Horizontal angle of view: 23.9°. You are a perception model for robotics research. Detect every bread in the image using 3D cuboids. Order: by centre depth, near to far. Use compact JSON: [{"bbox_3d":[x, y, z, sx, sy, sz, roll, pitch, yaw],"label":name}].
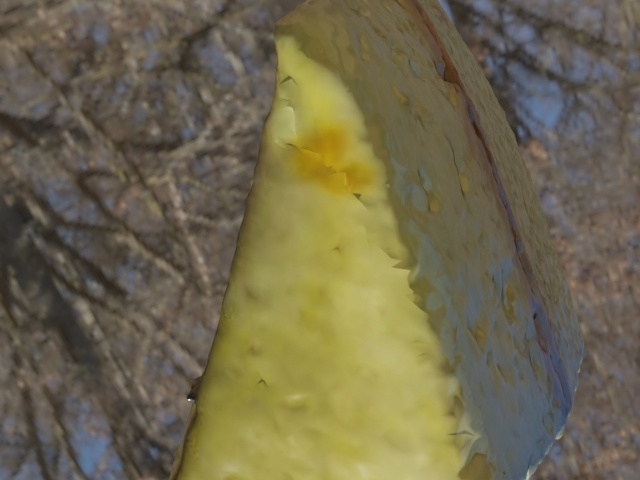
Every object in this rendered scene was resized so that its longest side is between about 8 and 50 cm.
[{"bbox_3d":[0.000,0.000,0.526,0.135,0.178,0.240,-18,-176,16],"label":"bread"}]
